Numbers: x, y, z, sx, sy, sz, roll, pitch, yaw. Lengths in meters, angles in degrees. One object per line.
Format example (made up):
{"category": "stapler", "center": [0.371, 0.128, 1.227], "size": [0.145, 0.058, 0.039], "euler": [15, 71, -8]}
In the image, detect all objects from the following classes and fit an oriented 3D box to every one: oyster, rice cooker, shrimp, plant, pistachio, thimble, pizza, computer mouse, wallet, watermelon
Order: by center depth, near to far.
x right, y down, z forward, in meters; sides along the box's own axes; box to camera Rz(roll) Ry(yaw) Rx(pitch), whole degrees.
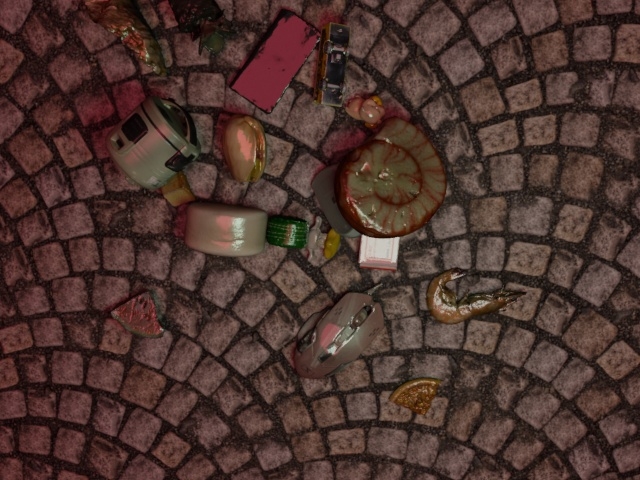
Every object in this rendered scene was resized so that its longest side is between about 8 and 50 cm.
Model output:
{"category": "plant", "center": [-0.335, -0.627, 1.728], "size": [0.143, 0.131, 0.203], "euler": [-25, 89, 5]}
{"category": "oyster", "center": [-0.550, -0.617, 1.741], "size": [0.110, 0.166, 0.341], "euler": [-37, 80, 16]}
{"category": "rice cooker", "center": [-0.465, -0.279, 1.747], "size": [0.244, 0.226, 0.226], "euler": [-37, 97, 6]}
{"category": "wallet", "center": [-0.129, -0.520, 1.793], "size": [0.146, 0.030, 0.285], "euler": [36, 98, -1]}
{"category": "pistachio", "center": [-0.221, -0.270, 1.801], "size": [0.145, 0.117, 0.200], "euler": [9, 112, 39]}
{"category": "computer mouse", "center": [0.064, -0.114, 1.821], "size": [0.128, 0.079, 0.230], "euler": [-30, 83, 41]}
{"category": "thimble", "center": [-0.096, -0.025, 1.828], "size": [0.130, 0.118, 0.090], "euler": [10, 97, 19]}
{"category": "shrimp", "center": [0.467, 0.154, 1.880], "size": [0.296, 0.058, 0.168], "euler": [-16, 96, 8]}
{"category": "computer mouse", "center": [0.068, 0.286, 1.885], "size": [0.199, 0.115, 0.389], "euler": [41, 99, -8]}
{"category": "watermelon", "center": [-0.545, 0.220, 1.919], "size": [0.187, 0.071, 0.139], "euler": [26, 93, 6]}
{"category": "pizza", "center": [0.306, 0.498, 1.949], "size": [0.178, 0.041, 0.130], "euler": [-9, 101, 3]}

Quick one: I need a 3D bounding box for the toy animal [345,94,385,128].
{"category": "toy animal", "center": [0.137, -0.381, 1.781], "size": [0.114, 0.082, 0.091], "euler": [32, 98, -3]}

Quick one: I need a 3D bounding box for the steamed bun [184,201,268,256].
{"category": "steamed bun", "center": [-0.281, -0.033, 1.813], "size": [0.242, 0.164, 0.146], "euler": [7, 102, 1]}

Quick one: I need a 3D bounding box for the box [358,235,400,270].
{"category": "box", "center": [0.183, -0.028, 1.856], "size": [0.123, 0.050, 0.229], "euler": [6, 100, 2]}

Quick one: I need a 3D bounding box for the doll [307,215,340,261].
{"category": "doll", "center": [-0.002, 0.008, 1.865], "size": [0.113, 0.071, 0.135], "euler": [37, 104, 4]}

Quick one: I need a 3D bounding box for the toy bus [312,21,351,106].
{"category": "toy bus", "center": [0.031, -0.498, 1.758], "size": [0.081, 0.074, 0.226], "euler": [0, 102, -28]}

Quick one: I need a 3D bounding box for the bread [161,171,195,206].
{"category": "bread", "center": [-0.440, -0.170, 1.869], "size": [0.084, 0.080, 0.109], "euler": [-22, 63, 5]}

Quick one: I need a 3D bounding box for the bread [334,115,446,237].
{"category": "bread", "center": [0.199, -0.157, 1.738], "size": [0.295, 0.114, 0.327], "euler": [48, 71, -10]}
